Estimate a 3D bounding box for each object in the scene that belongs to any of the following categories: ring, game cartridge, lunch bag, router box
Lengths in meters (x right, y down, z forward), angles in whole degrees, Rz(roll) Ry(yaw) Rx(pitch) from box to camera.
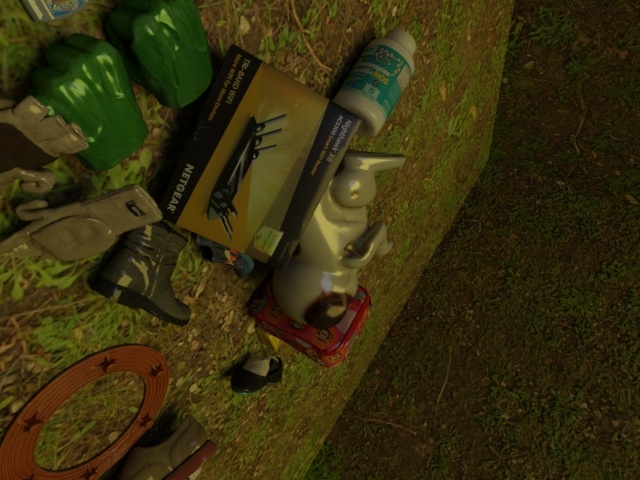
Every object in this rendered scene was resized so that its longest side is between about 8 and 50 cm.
[{"bbox_3d":[-0.440,0.362,0.796,0.337,0.032,0.336,-40,144,-38],"label":"ring"},{"bbox_3d":[-0.314,-0.296,0.475,0.083,0.017,0.056,-49,153,-27],"label":"game cartridge"},{"bbox_3d":[-0.014,0.175,1.102,0.258,0.293,0.120,-54,153,-29],"label":"lunch bag"},{"bbox_3d":[-0.108,-0.133,0.708,0.308,0.243,0.081,-63,-165,10],"label":"router box"}]

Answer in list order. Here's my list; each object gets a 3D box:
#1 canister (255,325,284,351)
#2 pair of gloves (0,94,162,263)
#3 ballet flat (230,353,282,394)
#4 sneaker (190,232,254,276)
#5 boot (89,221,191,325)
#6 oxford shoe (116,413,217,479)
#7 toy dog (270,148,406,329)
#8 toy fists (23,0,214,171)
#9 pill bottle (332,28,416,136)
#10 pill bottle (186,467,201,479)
[{"bbox_3d":[-0.112,0.244,1.229,0.170,0.073,0.126,-48,148,-27],"label":"canister"},{"bbox_3d":[-0.350,-0.060,0.499,0.204,0.042,0.240,-28,144,3],"label":"pair of gloves"},{"bbox_3d":[-0.187,0.395,1.219,0.280,0.095,0.096,40,67,-73],"label":"ballet flat"},{"bbox_3d":[-0.214,0.017,0.869,0.087,0.083,0.221,-36,145,-12],"label":"sneaker"},{"bbox_3d":[-0.291,0.061,0.756,0.161,0.084,0.246,-63,155,-15],"label":"boot"},{"bbox_3d":[-0.422,0.547,0.924,0.348,0.130,0.123,-31,172,-25],"label":"oxford shoe"},{"bbox_3d":[0.000,0.000,0.924,0.396,0.285,0.407,-19,117,-46],"label":"toy dog"},{"bbox_3d":[-0.261,-0.230,0.542,0.279,0.096,0.142,-52,163,-25],"label":"toy fists"},{"bbox_3d":[0.148,-0.416,1.045,0.264,0.146,0.146,-60,153,-10],"label":"pill bottle"},{"bbox_3d":[-0.373,0.602,1.035,0.180,0.108,0.108,-59,153,-9],"label":"pill bottle"}]
